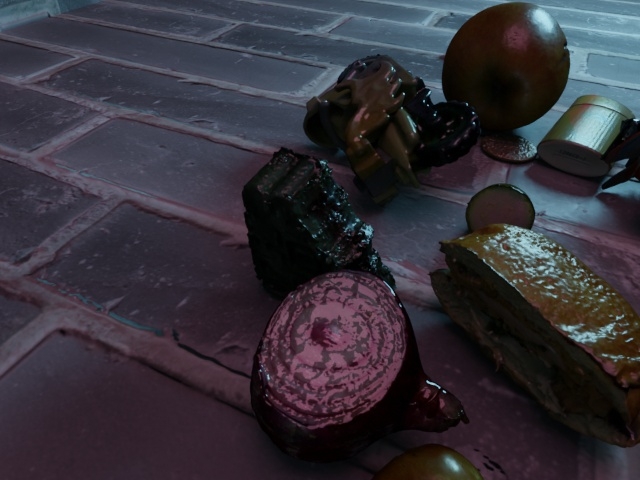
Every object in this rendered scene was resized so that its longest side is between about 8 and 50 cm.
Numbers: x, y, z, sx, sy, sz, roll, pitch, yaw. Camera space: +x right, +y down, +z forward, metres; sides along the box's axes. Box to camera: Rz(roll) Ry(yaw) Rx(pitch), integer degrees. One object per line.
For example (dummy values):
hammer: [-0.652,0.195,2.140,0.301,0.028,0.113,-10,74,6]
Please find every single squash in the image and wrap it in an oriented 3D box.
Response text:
squash: [0.309,-0.062,0.775,0.105,0.105,0.132,19,30,20]

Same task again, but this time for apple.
apple: [0.096,0.239,0.404,0.114,0.099,0.102,-12,45,-19]
apple: [0.393,-0.361,0.991,0.265,0.264,0.264,1,41,0]

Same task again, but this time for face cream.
face cream: [0.573,-0.230,0.979,0.139,0.067,0.285,29,48,25]

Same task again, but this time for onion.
onion: [0.044,0.146,0.481,0.218,0.139,0.195,19,48,20]

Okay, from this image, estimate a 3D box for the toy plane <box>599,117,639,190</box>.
toy plane: [0.602,-0.222,0.772,0.223,0.326,0.104,-8,39,-10]

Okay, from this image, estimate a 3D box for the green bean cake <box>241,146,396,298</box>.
green bean cake: [0.000,0.000,0.600,0.194,0.208,0.107,22,48,25]

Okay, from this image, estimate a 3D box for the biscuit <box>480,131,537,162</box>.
biscuit: [0.400,-0.198,0.978,0.120,0.015,0.120,1,41,-1]

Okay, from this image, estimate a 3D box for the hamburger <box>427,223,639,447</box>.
hamburger: [0.270,0.096,0.544,0.157,0.143,0.283,-17,48,-29]

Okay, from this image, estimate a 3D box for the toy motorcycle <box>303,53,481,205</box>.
toy motorcycle: [0.104,-0.226,0.860,0.237,0.168,0.410,-38,41,5]
